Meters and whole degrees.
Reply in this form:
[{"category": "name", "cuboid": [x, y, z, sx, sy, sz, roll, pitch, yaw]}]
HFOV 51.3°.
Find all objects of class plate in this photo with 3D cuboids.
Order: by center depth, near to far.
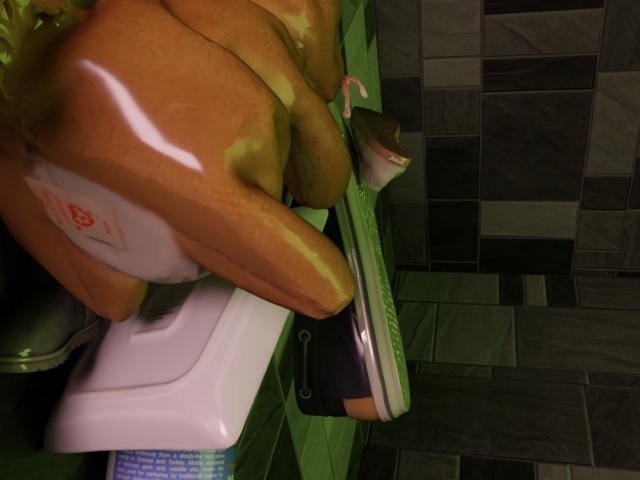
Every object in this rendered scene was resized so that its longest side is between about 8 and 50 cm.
[{"category": "plate", "cuboid": [-0.145, 0.079, 0.674, 0.045, 0.277, 0.278, 50, 43, -30]}]

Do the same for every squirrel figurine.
[{"category": "squirrel figurine", "cuboid": [-0.116, -0.174, 0.552, 0.397, 0.281, 0.370, 48, 51, -27]}]

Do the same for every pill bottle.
[{"category": "pill bottle", "cuboid": [-0.176, 0.249, 0.800, 0.152, 0.153, 0.271, 44, 49, -72]}]

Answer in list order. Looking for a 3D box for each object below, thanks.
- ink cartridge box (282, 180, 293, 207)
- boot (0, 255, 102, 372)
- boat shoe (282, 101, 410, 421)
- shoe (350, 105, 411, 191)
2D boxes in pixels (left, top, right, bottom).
[{"category": "ink cartridge box", "cuboid": [-0.144, -0.168, 0.897, 0.395, 0.151, 0.269, 76, 21, -53]}, {"category": "boot", "cuboid": [-0.256, 0.001, 0.616, 0.189, 0.076, 0.208, -87, -178, -81]}, {"category": "boat shoe", "cuboid": [0.000, 0.000, 0.909, 0.187, 0.156, 0.499, 42, 37, -69]}, {"category": "shoe", "cuboid": [0.074, -0.134, 0.931, 0.219, 0.077, 0.058, -96, -153, -62]}]
